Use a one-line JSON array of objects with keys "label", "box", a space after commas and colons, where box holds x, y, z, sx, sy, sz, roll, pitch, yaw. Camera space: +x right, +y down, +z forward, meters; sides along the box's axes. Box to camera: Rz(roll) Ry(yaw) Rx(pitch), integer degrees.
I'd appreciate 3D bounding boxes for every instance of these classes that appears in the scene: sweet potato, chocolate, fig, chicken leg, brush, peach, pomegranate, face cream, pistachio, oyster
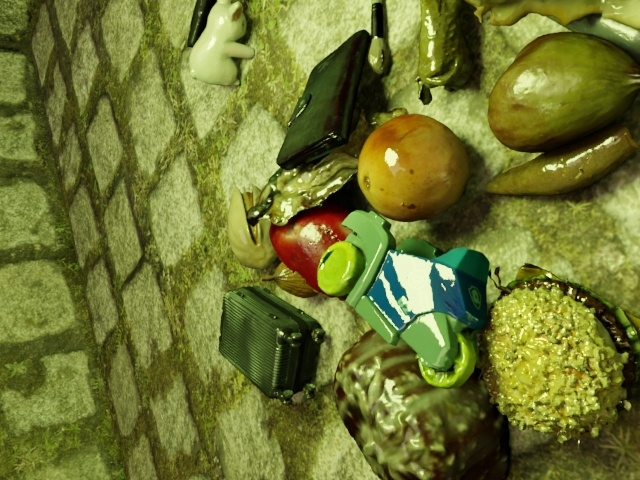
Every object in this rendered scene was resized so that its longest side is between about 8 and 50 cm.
[{"label": "sweet potato", "box": [0.348, -0.098, 0.809, 0.243, 0.077, 0.077, -29, 71, 54]}, {"label": "chocolate", "box": [0.151, 0.298, 0.961, 0.340, 0.210, 0.225, 48, 129, 36]}, {"label": "fig", "box": [0.340, -0.195, 0.709, 0.146, 0.170, 0.274, 50, 166, -25]}, {"label": "chicken leg", "box": [0.204, -0.441, 0.891, 0.152, 0.201, 0.430, -154, 59, -62]}, {"label": "fig", "box": [-0.059, 0.068, 1.251, 0.119, 0.152, 0.119, -162, 90, -73]}, {"label": "brush", "box": [0.111, -0.476, 1.079, 0.039, 0.042, 0.300, -1, 90, 32]}, {"label": "peach", "box": [0.005, -0.003, 1.114, 0.267, 0.158, 0.154, 42, 115, 21]}, {"label": "pomegranate", "box": [0.159, -0.119, 0.941, 0.191, 0.191, 0.192, 5, 97, 49]}, {"label": "face cream", "box": [0.376, -0.314, 0.751, 0.284, 0.073, 0.073, 51, 129, 34]}, {"label": "pistachio", "box": [-0.171, -0.033, 1.381, 0.152, 0.126, 0.223, 102, 155, -77]}, {"label": "oyster", "box": [0.003, -0.150, 1.070, 0.360, 0.096, 0.221, -25, 35, 30]}]

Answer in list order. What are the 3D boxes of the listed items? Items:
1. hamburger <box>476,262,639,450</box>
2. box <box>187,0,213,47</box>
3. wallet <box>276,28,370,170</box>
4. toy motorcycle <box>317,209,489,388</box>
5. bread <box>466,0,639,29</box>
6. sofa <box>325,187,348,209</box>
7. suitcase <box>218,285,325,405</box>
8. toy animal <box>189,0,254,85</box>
[{"label": "hamburger", "box": [0.324, 0.163, 0.800, 0.261, 0.138, 0.243, 32, 117, 43]}, {"label": "box", "box": [-0.315, -0.629, 1.497, 0.213, 0.042, 0.201, -91, 22, -56]}, {"label": "wallet", "box": [0.008, -0.275, 1.072, 0.172, 0.045, 0.318, -21, 42, 40]}, {"label": "toy motorcycle", "box": [0.159, 0.076, 0.888, 0.200, 0.191, 0.326, -59, 36, 8]}, {"label": "bread", "box": [0.315, -0.441, 0.640, 0.360, 0.250, 0.395, 12, 76, 9]}, {"label": "sofa", "box": [0.002, -0.117, 1.217, 0.085, 0.060, 0.147, -22, 76, 48]}, {"label": "suitcase", "box": [-0.125, 0.245, 1.342, 0.312, 0.128, 0.202, 23, 110, 46]}, {"label": "toy animal", "box": [-0.240, -0.536, 1.423, 0.140, 0.138, 0.283, 48, 120, 27]}]
